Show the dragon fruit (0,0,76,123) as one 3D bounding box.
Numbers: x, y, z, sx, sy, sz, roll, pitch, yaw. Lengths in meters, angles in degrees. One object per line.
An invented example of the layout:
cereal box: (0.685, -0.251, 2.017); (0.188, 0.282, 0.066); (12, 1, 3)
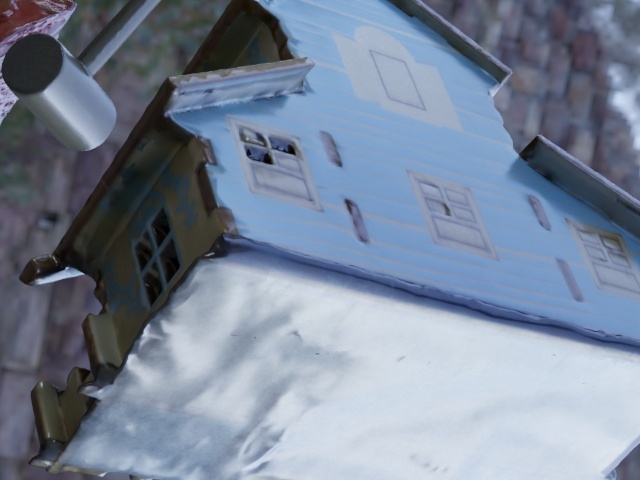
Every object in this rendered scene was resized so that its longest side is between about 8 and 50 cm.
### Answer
dragon fruit: (-0.219, -0.094, 1.026); (0.106, 0.083, 0.162); (-30, 170, -49)

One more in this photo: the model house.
model house: (0.000, 0.000, 0.759); (0.178, 0.271, 0.206); (-54, -142, 35)

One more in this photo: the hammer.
hammer: (-0.041, -0.074, 0.510); (0.110, 0.019, 0.035); (-48, 151, -5)
